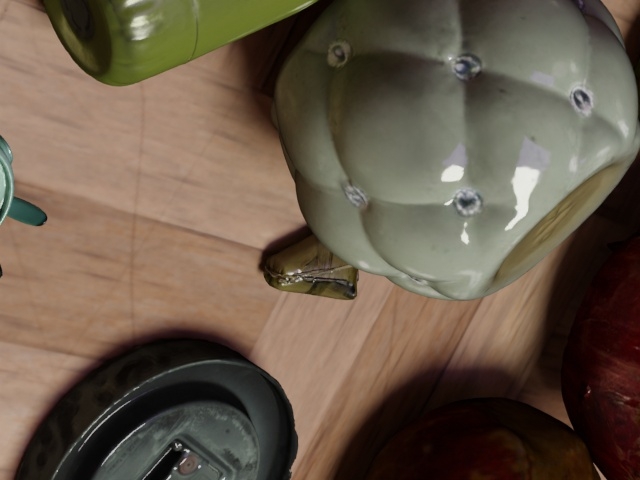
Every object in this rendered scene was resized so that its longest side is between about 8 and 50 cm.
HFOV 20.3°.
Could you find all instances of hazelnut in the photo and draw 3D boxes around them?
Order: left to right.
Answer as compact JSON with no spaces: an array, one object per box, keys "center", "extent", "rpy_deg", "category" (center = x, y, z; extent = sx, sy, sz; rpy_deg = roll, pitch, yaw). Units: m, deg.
[{"center":[0.134,0.234,1.493],"extent":[0.218,0.218,0.234],"rpy_deg":[-48,118,-6],"category":"hazelnut"}]

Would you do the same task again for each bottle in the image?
[{"center":[-0.041,-0.189,1.100],"extent":[0.260,0.112,0.112],"rpy_deg":[-28,132,-26],"category":"bottle"}]

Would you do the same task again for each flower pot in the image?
[{"center":[0.093,-0.079,1.187],"extent":[0.246,0.195,0.246],"rpy_deg":[-38,165,-12],"category":"flower pot"}]

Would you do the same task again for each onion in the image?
[{"center":[0.339,0.107,1.504],"extent":[0.276,0.276,0.276],"rpy_deg":[-22,129,-30],"category":"onion"}]

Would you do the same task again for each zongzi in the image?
[{"center":[0.000,0.000,1.321],"extent":[0.076,0.040,0.083],"rpy_deg":[10,98,-38],"category":"zongzi"}]

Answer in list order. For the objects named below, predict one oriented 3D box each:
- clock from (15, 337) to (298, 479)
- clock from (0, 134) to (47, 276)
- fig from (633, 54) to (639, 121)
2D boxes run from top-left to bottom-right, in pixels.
[{"center":[-0.121,0.175,1.320],"extent":[0.226,0.049,0.226],"rpy_deg":[-23,131,-29],"category":"clock"},{"center":[-0.229,-0.031,1.090],"extent":[0.101,0.041,0.135],"rpy_deg":[-52,138,-2],"category":"clock"},{"center":[0.365,-0.113,1.446],"extent":[0.203,0.203,0.225],"rpy_deg":[-49,131,-5],"category":"fig"}]
